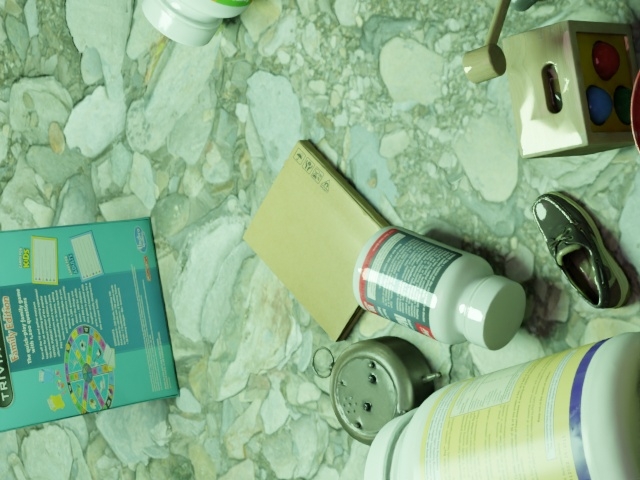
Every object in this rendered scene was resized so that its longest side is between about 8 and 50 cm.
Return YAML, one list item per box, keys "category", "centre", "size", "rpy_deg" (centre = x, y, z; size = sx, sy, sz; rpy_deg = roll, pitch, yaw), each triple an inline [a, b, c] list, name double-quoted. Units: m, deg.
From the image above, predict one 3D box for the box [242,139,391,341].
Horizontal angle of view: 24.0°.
- category: "box"
  centre: [0.000, 0.000, 1.871]
  size: [0.201, 0.021, 0.164]
  rpy_deg: [47, 122, 27]

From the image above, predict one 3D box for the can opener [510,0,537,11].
- category: "can opener"
  centre: [0.282, -0.360, 1.574]
  size: [0.283, 0.076, 0.095]
  rpy_deg: [-39, 37, 37]

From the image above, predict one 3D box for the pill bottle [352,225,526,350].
- category: "pill bottle"
  centre: [0.135, 0.058, 1.702]
  size: [0.180, 0.108, 0.108]
  rpy_deg: [22, 108, 38]

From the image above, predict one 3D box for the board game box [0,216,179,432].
- category: "board game box"
  centre: [-0.352, 0.109, 1.979]
  size: [0.079, 0.336, 0.254]
  rpy_deg: [-13, 86, 41]

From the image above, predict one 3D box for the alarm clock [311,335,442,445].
- category: "alarm clock"
  centre: [0.056, 0.176, 1.818]
  size: [0.192, 0.064, 0.129]
  rpy_deg: [24, 110, 40]

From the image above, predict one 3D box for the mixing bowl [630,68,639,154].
- category: "mixing bowl"
  centre: [0.404, -0.125, 1.457]
  size: [0.181, 0.098, 0.181]
  rpy_deg: [4, 96, 41]

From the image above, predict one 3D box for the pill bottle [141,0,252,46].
- category: "pill bottle"
  centre: [-0.122, -0.364, 1.863]
  size: [0.136, 0.136, 0.246]
  rpy_deg: [53, 125, 24]

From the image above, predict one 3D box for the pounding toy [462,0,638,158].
- category: "pounding toy"
  centre: [0.239, -0.179, 1.523]
  size: [0.094, 0.206, 0.181]
  rpy_deg: [-11, 87, 41]

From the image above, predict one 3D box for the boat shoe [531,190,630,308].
- category: "boat shoe"
  centre: [0.274, 0.009, 1.616]
  size: [0.152, 0.049, 0.056]
  rpy_deg: [54, 125, 23]

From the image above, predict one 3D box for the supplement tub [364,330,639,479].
- category: "supplement tub"
  centre: [0.233, 0.244, 1.550]
  size: [0.331, 0.241, 0.241]
  rpy_deg: [-21, 80, 40]
